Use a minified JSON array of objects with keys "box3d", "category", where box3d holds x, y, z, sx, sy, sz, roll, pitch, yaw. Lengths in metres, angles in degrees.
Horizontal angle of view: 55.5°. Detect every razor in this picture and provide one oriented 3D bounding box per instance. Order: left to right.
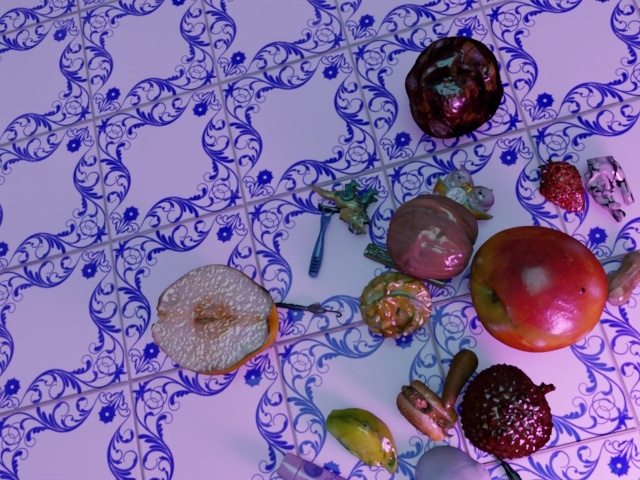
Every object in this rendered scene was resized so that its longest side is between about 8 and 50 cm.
[{"box3d":[0.000,0.000,2.036,0.082,0.042,0.253,12,77,10],"category":"razor"}]

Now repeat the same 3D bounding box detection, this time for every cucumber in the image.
[{"box3d":[0.570,0.698,1.764,0.039,0.043,0.163,-18,70,-37],"category":"cucumber"}]

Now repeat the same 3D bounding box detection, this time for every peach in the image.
[{"box3d":[0.632,0.134,1.756,0.388,0.388,0.388,-2,74,7],"category":"peach"}]

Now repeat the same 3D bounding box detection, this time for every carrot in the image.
[{"box3d":[0.390,0.410,1.757,0.078,0.298,0.078,11,115,24],"category":"carrot"}]

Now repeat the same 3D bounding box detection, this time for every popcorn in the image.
[{"box3d":[0.231,0.195,1.873,0.221,0.183,0.204,-15,101,2],"category":"popcorn"}]

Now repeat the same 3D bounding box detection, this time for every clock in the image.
[{"box3d":[0.470,-0.146,1.978,0.144,0.103,0.231,-47,72,3],"category":"clock"}]

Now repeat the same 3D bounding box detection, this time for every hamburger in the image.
[{"box3d":[0.304,0.495,1.777,0.118,0.191,0.182,-48,45,-15],"category":"hamburger"}]

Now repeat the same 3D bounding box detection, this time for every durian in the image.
[{"box3d":[0.134,0.587,1.826,0.250,0.101,0.139,26,115,14],"category":"durian"}]

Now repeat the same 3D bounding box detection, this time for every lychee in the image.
[{"box3d":[0.532,0.474,1.713,0.300,0.264,0.264,-29,73,-7],"category":"lychee"}]

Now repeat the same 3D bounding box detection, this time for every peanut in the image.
[{"box3d":[0.930,0.114,1.854,0.089,0.089,0.193,37,78,16],"category":"peanut"}]

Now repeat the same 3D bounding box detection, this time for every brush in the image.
[{"box3d":[0.277,0.078,1.975,0.282,0.048,0.054,23,78,11],"category":"brush"}]

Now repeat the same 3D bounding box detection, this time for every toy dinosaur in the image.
[{"box3d":[0.084,-0.138,2.032,0.259,0.094,0.153,38,75,13],"category":"toy dinosaur"}]

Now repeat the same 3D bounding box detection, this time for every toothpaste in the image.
[{"box3d":[0.048,0.752,1.812,0.371,0.080,0.125,27,76,7],"category":"toothpaste"}]

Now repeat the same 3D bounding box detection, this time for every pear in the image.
[{"box3d":[-0.316,0.261,1.929,0.387,0.191,0.340,4,71,10],"category":"pear"}]

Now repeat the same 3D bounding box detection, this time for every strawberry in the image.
[{"box3d":[0.780,-0.183,1.956,0.140,0.085,0.192,-3,76,5],"category":"strawberry"}]

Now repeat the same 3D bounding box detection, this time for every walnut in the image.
[{"box3d":[0.337,-0.010,1.854,0.285,0.285,0.296,24,43,14],"category":"walnut"}]

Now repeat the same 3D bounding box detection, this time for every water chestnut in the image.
[{"box3d":[0.404,-0.501,2.004,0.347,0.335,0.335,19,76,43],"category":"water chestnut"}]

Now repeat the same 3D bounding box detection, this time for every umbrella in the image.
[{"box3d":[-0.061,0.214,1.985,0.269,0.044,0.044,8,45,9],"category":"umbrella"}]

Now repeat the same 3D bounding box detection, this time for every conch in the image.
[{"box3d":[0.384,0.687,1.762,0.221,0.121,0.185,9,46,15],"category":"conch"}]

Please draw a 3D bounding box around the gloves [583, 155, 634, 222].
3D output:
[{"box3d":[0.906,-0.159,1.920,0.111,0.128,0.212,-8,90,51],"category":"gloves"}]
